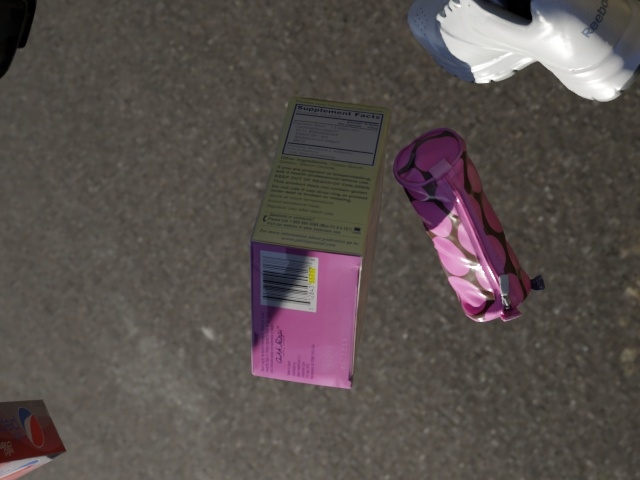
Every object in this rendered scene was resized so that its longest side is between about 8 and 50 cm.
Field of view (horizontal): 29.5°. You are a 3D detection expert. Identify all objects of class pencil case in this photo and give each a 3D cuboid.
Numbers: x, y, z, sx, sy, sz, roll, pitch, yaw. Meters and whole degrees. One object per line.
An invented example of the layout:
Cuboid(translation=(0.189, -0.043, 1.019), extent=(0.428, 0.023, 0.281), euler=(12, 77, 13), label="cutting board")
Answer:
Cuboid(translation=(0.155, -0.013, 1.290), extent=(0.209, 0.095, 0.098), euler=(58, -169, -26), label="pencil case")

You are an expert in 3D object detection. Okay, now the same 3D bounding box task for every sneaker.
Cuboid(translation=(0.162, -0.206, 1.060), extent=(0.129, 0.111, 0.297), euler=(32, 173, -30), label="sneaker")

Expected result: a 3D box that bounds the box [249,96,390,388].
Cuboid(translation=(0.000, 0.000, 1.359), extent=(0.117, 0.243, 0.213), euler=(8, 135, 5), label="box")

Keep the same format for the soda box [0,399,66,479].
Cuboid(translation=(-0.420, 0.259, 1.541), extent=(0.083, 0.092, 0.263), euler=(63, -174, 9), label="soda box")

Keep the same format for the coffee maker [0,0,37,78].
Cuboid(translation=(-0.384, -0.267, 1.252), extent=(0.178, 0.120, 0.171), euler=(37, 137, 39), label="coffee maker")
